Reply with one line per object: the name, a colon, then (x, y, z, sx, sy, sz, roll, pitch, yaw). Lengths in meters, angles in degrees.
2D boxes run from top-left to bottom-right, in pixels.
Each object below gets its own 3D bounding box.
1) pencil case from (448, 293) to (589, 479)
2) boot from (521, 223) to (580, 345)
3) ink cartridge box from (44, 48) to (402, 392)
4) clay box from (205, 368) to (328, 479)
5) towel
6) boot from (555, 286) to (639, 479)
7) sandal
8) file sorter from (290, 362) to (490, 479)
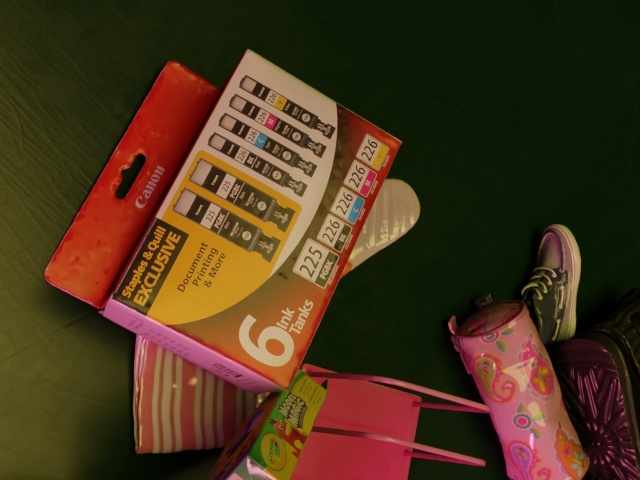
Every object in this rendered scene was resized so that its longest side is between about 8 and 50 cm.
pencil case: (0.284, 0.223, 1.255, 0.124, 0.124, 0.284, -31, 102, -33)
boot: (0.345, 0.069, 1.338, 0.086, 0.069, 0.189, 0, 87, -38)
ink cartridge box: (-0.104, -0.031, 0.951, 0.272, 0.130, 0.309, 29, 71, -12)
clay box: (-0.064, 0.219, 0.914, 0.053, 0.127, 0.222, 40, 20, -3)
towel: (-0.120, 0.170, 1.017, 0.197, 0.029, 0.144, 3, 84, -31)
boot: (0.491, 0.266, 1.386, 0.260, 0.131, 0.347, -19, 109, -47)
sandal: (0.006, 0.009, 1.092, 0.265, 0.076, 0.102, -25, 84, -20)
file sorter: (0.070, 0.313, 1.049, 0.202, 0.182, 0.290, 21, 73, -32)
